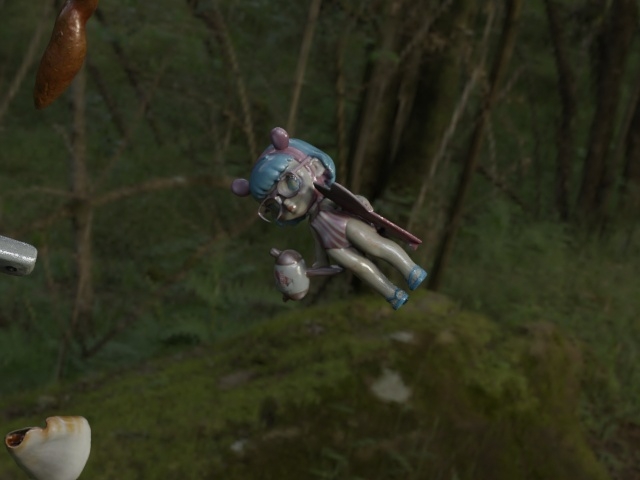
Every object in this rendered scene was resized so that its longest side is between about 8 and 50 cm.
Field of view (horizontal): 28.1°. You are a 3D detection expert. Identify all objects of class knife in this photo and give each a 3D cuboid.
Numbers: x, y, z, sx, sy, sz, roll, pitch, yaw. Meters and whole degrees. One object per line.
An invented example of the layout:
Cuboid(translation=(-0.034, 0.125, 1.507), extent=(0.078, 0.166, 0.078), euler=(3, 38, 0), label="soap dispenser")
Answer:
Cuboid(translation=(-0.512, -0.001, 1.702), extent=(0.265, 0.073, 0.041), euler=(14, 54, -14), label="knife")

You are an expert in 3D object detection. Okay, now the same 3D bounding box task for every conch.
Cuboid(translation=(-0.379, 0.280, 1.767), extent=(0.104, 0.176, 0.094), euler=(-11, 51, 14), label="conch")

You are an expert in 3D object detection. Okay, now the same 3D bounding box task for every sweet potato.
Cuboid(translation=(-0.344, -0.259, 1.728), extent=(0.058, 0.202, 0.055), euler=(27, 22, -1), label="sweet potato")

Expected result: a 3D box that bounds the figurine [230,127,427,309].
Cuboid(translation=(0.008, -0.009, 1.570), extent=(0.260, 0.205, 0.103), euler=(40, 38, 3), label="figurine")
